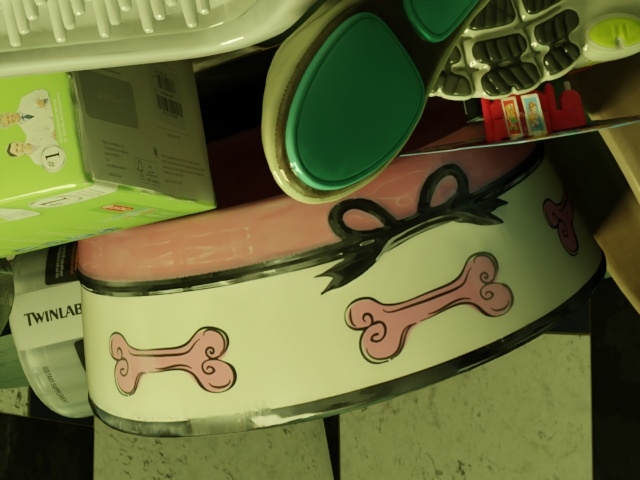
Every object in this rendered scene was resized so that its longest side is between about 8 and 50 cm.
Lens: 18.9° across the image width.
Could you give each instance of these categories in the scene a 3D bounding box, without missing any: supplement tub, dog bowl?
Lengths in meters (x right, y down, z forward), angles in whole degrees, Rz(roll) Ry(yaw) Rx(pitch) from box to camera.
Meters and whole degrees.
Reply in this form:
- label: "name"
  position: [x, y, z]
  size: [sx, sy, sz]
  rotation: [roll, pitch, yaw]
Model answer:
- label: "supplement tub"
  position: [-0.129, 0.055, 1.877]
  size: [0.316, 0.194, 0.193]
  rotation: [-14, 171, 18]
- label: "dog bowl"
  position: [0.000, 0.000, 1.446]
  size: [0.408, 0.150, 0.408]
  rotation: [-16, -167, 4]

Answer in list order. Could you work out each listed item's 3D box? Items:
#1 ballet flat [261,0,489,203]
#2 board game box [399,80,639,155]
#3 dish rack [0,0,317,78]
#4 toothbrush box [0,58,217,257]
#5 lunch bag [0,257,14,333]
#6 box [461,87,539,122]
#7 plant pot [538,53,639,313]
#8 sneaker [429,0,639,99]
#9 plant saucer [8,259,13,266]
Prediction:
- label: "ballet flat"
  position: [0.026, -0.104, 1.023]
  size: [0.086, 0.086, 0.248]
  rotation: [-21, -156, 51]
- label: "board game box"
  position: [0.133, -0.083, 1.222]
  size: [0.133, 0.033, 0.168]
  rotation: [-13, -174, -37]
- label: "dish rack"
  position: [-0.146, -0.143, 0.918]
  size: [0.332, 0.072, 0.285]
  rotation: [-7, 171, -20]
- label: "toothbrush box"
  position: [-0.240, -0.054, 1.237]
  size: [0.283, 0.122, 0.206]
  rotation: [-14, 172, 19]
- label: "lunch bag"
  position: [-0.387, 0.063, 1.558]
  size: [0.256, 0.212, 0.305]
  rotation: [-27, 175, -3]
- label: "box"
  position: [0.115, -0.128, 1.305]
  size: [0.018, 0.083, 0.067]
  rotation: [-7, 172, -31]
- label: "plant pot"
  position: [0.298, -0.087, 1.399]
  size: [0.229, 0.263, 0.263]
  rotation: [-29, 173, -4]
- label: "sneaker"
  position: [0.129, -0.138, 1.205]
  size: [0.279, 0.107, 0.118]
  rotation: [-7, 176, -19]
- label: "plant saucer"
  position: [-0.291, 0.039, 2.121]
  size: [0.198, 0.036, 0.198]
  rotation: [-9, 172, -1]
